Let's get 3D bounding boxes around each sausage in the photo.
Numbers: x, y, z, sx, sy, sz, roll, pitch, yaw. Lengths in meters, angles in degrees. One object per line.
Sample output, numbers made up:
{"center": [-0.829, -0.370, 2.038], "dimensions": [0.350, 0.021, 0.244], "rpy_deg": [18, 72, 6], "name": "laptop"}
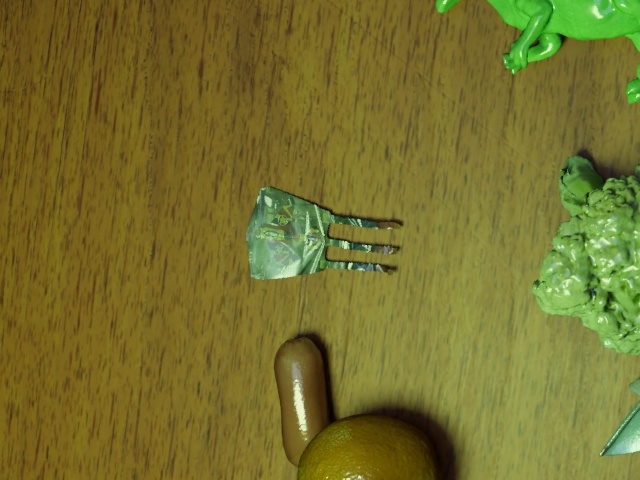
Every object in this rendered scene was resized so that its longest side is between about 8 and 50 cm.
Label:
{"center": [-0.025, 0.238, 2.073], "dimensions": [0.077, 0.077, 0.194], "rpy_deg": [-7, 89, 21], "name": "sausage"}

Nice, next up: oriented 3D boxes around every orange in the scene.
{"center": [0.071, 0.335, 1.977], "dimensions": [0.206, 0.206, 0.206], "rpy_deg": [1, 92, 21], "name": "orange"}

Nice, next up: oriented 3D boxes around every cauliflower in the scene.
{"center": [0.414, 0.018, 1.819], "dimensions": [0.327, 0.281, 0.260], "rpy_deg": [-3, 94, -11], "name": "cauliflower"}

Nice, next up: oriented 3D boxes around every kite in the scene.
{"center": [0.001, 0.000, 2.086], "dimensions": [0.245, 0.015, 0.141], "rpy_deg": [7, 95, 24], "name": "kite"}

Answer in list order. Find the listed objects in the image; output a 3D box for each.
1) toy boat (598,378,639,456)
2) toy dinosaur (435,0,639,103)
{"center": [0.435, 0.258, 1.925], "dimensions": [0.096, 0.034, 0.122], "rpy_deg": [37, 112, 13], "name": "toy boat"}
{"center": [0.414, -0.396, 1.883], "dimensions": [0.500, 0.144, 0.374], "rpy_deg": [-43, 65, 13], "name": "toy dinosaur"}
